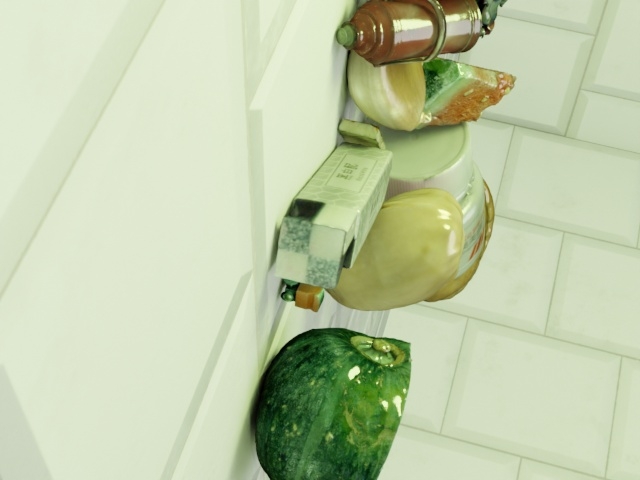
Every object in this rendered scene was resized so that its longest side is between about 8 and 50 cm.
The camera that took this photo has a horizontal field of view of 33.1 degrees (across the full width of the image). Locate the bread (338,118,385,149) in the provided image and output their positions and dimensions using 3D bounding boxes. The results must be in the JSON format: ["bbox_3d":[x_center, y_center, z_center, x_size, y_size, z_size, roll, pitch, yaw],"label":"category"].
[{"bbox_3d":[0.071,-0.172,1.788,0.153,0.068,0.028,34,71,-81],"label":"bread"}]

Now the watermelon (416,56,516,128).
[{"bbox_3d":[0.236,-0.275,1.921,0.256,0.193,0.140,-6,119,-40],"label":"watermelon"}]

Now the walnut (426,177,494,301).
[{"bbox_3d":[0.240,-0.041,2.415,0.306,0.306,0.344,-60,165,-62],"label":"walnut"}]

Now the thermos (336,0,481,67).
[{"bbox_3d":[0.117,-0.308,1.567,0.232,0.124,0.099,-15,111,-33],"label":"thermos"}]

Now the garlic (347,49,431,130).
[{"bbox_3d":[0.108,-0.285,1.730,0.217,0.110,0.228,-44,131,-52],"label":"garlic"}]

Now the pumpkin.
[{"bbox_3d":[0.000,0.258,1.618,0.293,0.196,0.263,-74,-175,-70],"label":"pumpkin"}]

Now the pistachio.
[{"bbox_3d":[0.125,0.023,1.872,0.318,0.214,0.194,-28,-142,39],"label":"pistachio"}]

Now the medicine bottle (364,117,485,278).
[{"bbox_3d":[0.189,-0.092,2.075,0.325,0.256,0.256,79,24,-51],"label":"medicine bottle"}]

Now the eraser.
[{"bbox_3d":[0.026,-0.049,1.598,0.404,0.098,0.096,-58,159,-68],"label":"eraser"}]

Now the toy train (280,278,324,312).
[{"bbox_3d":[-0.019,0.060,1.583,0.103,0.064,0.044,-64,164,-55],"label":"toy train"}]

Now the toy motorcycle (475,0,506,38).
[{"bbox_3d":[0.240,-0.390,1.757,0.213,0.082,0.122,-13,137,-46],"label":"toy motorcycle"}]
